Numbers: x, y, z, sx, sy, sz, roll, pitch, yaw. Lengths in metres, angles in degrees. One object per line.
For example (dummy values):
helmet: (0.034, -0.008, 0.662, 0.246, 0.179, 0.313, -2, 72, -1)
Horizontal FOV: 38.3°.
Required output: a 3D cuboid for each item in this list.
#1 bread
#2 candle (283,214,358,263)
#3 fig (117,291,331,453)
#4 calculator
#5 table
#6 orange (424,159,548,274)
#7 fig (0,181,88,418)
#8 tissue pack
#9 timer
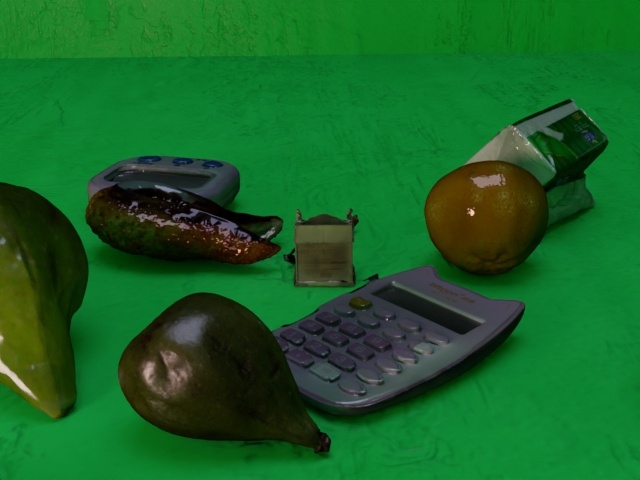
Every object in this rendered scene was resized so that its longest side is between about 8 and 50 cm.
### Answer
bread: (-0.183, -0.014, 1.221, 0.269, 0.095, 0.139, 15, 24, 0)
candle: (0.000, 0.001, 1.261, 0.026, 0.021, 0.167, -17, 8, 39)
fig: (-0.088, 0.139, 0.824, 0.126, 0.185, 0.133, -36, 3, 35)
calculator: (0.067, 0.106, 0.969, 0.294, 0.043, 0.194, -21, 30, -36)
table: (0.005, 0.008, 1.154, 0.079, 0.083, 0.062, -1, 22, 1)
orange: (0.212, -0.026, 1.171, 0.159, 0.159, 0.136, 0, 62, 0)
fig: (-0.319, 0.067, 0.917, 0.206, 0.206, 0.275, -14, 48, -31)
tissue pack: (0.327, -0.097, 1.362, 0.156, 0.148, 0.209, 52, 40, 12)
timer: (-0.235, -0.076, 1.393, 0.208, 0.069, 0.191, 7, 22, 14)
